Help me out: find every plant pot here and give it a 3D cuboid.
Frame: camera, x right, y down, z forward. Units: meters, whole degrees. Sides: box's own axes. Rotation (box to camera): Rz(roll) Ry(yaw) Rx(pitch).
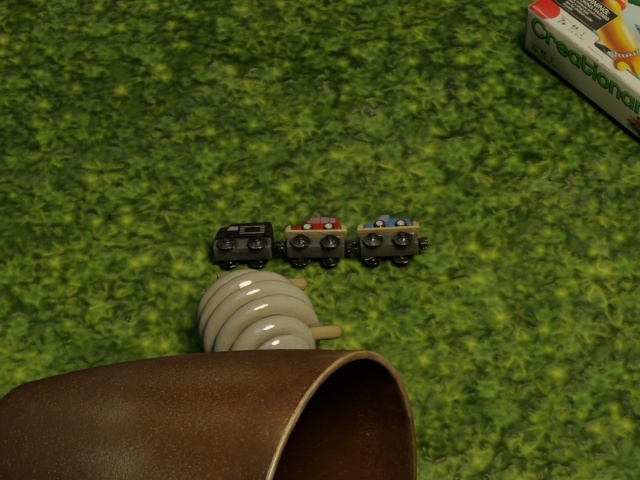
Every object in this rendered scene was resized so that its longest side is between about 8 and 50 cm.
[{"bbox_3d":[-0.089,0.157,1.017,0.230,0.215,0.215,8,51,27],"label":"plant pot"}]

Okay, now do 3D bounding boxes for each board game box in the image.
[{"bbox_3d":[0.332,-0.127,1.298,0.193,0.053,0.305,-33,57,-23],"label":"board game box"}]

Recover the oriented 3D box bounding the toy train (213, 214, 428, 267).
[{"bbox_3d":[0.000,0.000,1.230,0.158,0.027,0.036,-1,41,2],"label":"toy train"}]

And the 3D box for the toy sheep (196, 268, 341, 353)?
[{"bbox_3d":[-0.038,0.065,1.143,0.091,0.091,0.132,-23,36,-15],"label":"toy sheep"}]
